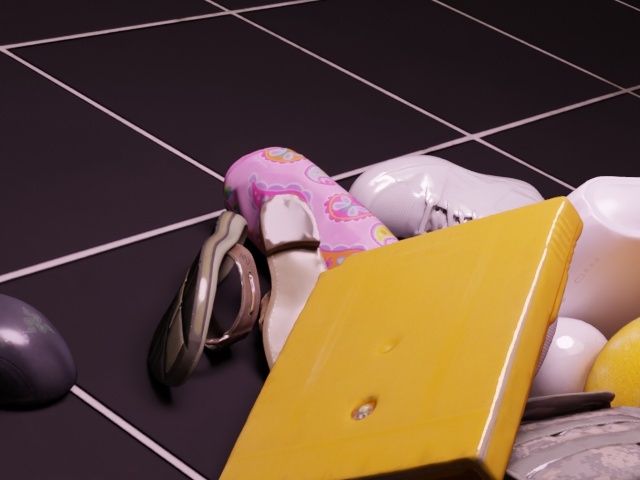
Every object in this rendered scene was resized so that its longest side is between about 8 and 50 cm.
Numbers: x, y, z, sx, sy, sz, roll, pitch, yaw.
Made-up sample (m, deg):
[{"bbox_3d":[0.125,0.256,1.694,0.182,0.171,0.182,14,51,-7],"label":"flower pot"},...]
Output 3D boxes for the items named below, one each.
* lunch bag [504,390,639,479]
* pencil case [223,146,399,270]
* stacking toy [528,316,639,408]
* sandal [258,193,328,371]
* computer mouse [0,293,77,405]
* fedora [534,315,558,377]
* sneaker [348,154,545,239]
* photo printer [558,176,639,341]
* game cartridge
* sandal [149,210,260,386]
[{"bbox_3d":[0.197,0.225,1.375,0.235,0.169,0.287,-4,10,-31],"label":"lunch bag"},{"bbox_3d":[0.000,0.000,1.793,0.124,0.124,0.284,-5,32,-36],"label":"pencil case"},{"bbox_3d":[0.378,0.179,1.529,0.480,0.351,0.350,12,18,43],"label":"stacking toy"},{"bbox_3d":[-0.025,0.072,1.670,0.088,0.079,0.240,-4,61,-8],"label":"sandal"},{"bbox_3d":[-0.359,0.087,1.469,0.272,0.072,0.188,10,25,-10],"label":"computer mouse"},{"bbox_3d":[0.135,0.113,1.556,0.124,0.275,0.243,42,-19,-9],"label":"fedora"},{"bbox_3d":[0.190,-0.022,1.948,0.292,0.108,0.169,3,25,-27],"label":"sneaker"},{"bbox_3d":[0.350,0.042,1.745,0.307,0.256,0.107,2,47,-27],"label":"photo printer"},{"bbox_3d":[0.072,0.109,1.388,0.285,0.053,0.324,-16,31,36],"label":"game cartridge"},{"bbox_3d":[-0.101,0.055,1.634,0.086,0.120,0.303,29,25,-3],"label":"sandal"}]
